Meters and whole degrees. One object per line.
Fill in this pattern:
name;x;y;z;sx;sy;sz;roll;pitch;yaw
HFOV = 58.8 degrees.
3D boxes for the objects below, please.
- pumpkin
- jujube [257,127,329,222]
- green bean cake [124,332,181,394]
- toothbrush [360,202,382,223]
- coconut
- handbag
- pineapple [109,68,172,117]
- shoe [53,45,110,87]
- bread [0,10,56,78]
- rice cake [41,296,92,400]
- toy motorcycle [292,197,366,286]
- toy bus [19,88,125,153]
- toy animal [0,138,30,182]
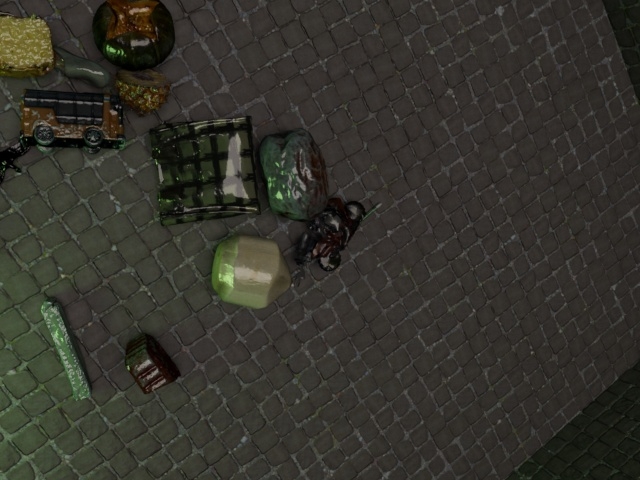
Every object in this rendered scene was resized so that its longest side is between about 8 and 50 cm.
pumpkin;-0.546;-0.611;1.676;0.238;0.159;0.237;2;77;-9
jujube;-0.082;-0.206;1.859;0.216;0.246;0.307;-15;104;-8
green bean cake;-0.521;0.400;1.776;0.097;0.233;0.198;-33;103;-11
toothbrush;0.132;-0.056;2.085;0.257;0.018;0.024;-41;102;-11
coconut;-0.217;0.104;1.856;0.266;0.237;0.237;12;92;-23
handbag;-0.363;-0.224;1.806;0.327;0.162;0.324;-7;96;-12
pineapple;-0.541;-0.433;1.719;0.176;0.161;0.136;18;122;3
shoe;-0.714;-0.493;1.647;0.195;0.079;0.078;29;46;-1
bread;-0.877;-0.533;1.577;0.261;0.147;0.160;-7;91;-20
rice cake;-0.784;0.332;1.755;0.063;0.066;0.336;-17;101;-18
toy motorcycle;0.000;0.000;1.960;0.207;0.134;0.400;32;71;-13
toy bus;-0.714;-0.345;1.651;0.276;0.138;0.166;-1;85;-23
toy animal;-0.918;-0.233;1.646;0.108;0.062;0.220;38;81;-39
